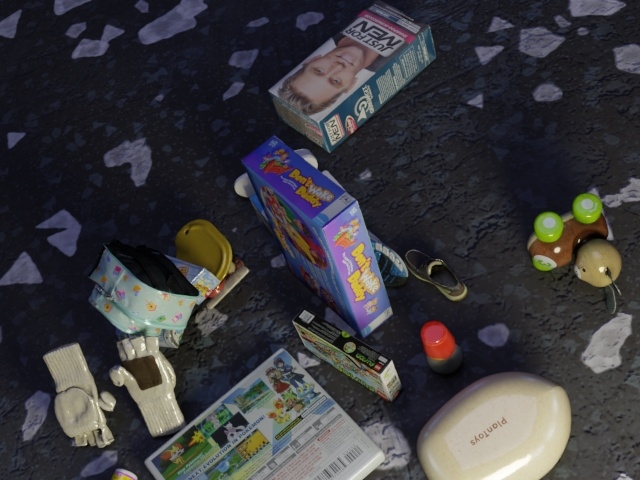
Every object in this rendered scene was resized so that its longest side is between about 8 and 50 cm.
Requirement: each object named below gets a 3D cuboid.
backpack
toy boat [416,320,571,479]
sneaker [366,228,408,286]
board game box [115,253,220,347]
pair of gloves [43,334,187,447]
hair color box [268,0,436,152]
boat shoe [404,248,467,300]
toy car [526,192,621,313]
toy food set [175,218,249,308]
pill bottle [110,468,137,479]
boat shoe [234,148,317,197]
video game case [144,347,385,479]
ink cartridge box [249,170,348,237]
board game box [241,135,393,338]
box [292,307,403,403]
[{"bbox_3d":[-0.322,0.097,1.864,0.188,0.166,0.144,28,97,38],"label":"backpack"},{"bbox_3d":[0.264,0.277,1.693,0.267,0.148,0.318,-30,59,0],"label":"toy boat"},{"bbox_3d":[0.101,0.016,1.974,0.190,0.083,0.071,38,115,18],"label":"sneaker"},{"bbox_3d":[-0.301,0.109,1.986,0.194,0.060,0.194,0,62,34],"label":"board game box"},{"bbox_3d":[-0.381,0.279,1.852,0.240,0.204,0.042,-10,10,10],"label":"pair of gloves"},{"bbox_3d":[0.074,-0.370,2.247,0.347,0.105,0.174,-43,54,-16],"label":"hair color box"},{"bbox_3d":[0.217,0.055,1.917,0.056,0.049,0.152,-44,54,-16],"label":"boat shoe"},{"bbox_3d":[0.471,0.040,1.799,0.149,0.155,0.188,-26,63,-3],"label":"toy car"},{"bbox_3d":[-0.216,0.051,2.049,0.128,0.071,0.218,-51,51,8],"label":"toy food set"},{"bbox_3d":[-0.361,0.451,1.798,0.043,0.043,0.083,8,57,22],"label":"pill bottle"},{"bbox_3d":[-0.099,-0.150,2.163,0.184,0.066,0.063,-25,37,1],"label":"boat shoe"},{"bbox_3d":[-0.103,0.385,1.776,0.329,0.036,0.300,-39,53,-12],"label":"video game case"},{"bbox_3d":[-0.043,-0.090,2.099,0.180,0.060,0.104,-33,51,-9],"label":"ink cartridge box"},{"bbox_3d":[0.000,0.000,1.835,0.078,0.347,0.233,-39,53,-14],"label":"board game box"},{"bbox_3d":[0.049,0.206,1.814,0.207,0.114,0.036,28,67,33],"label":"box"}]
